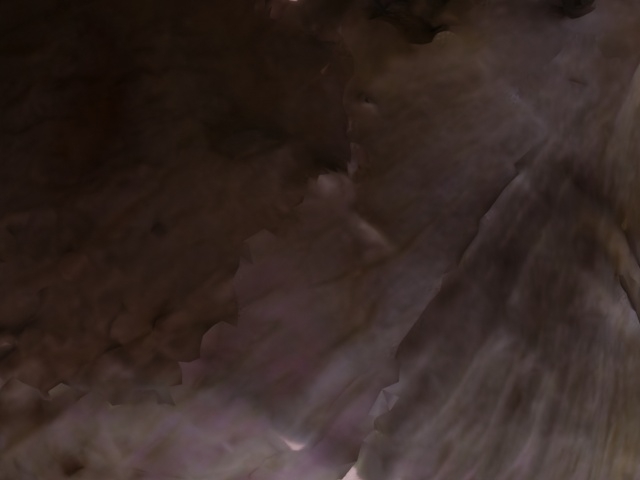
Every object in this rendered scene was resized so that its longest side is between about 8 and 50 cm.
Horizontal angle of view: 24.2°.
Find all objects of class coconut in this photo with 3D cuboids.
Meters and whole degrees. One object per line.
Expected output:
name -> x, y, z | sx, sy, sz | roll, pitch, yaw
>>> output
coconut -> 0.000, 0.000, 0.604 | 0.405, 0.404, 0.404 | -21, 152, -11
